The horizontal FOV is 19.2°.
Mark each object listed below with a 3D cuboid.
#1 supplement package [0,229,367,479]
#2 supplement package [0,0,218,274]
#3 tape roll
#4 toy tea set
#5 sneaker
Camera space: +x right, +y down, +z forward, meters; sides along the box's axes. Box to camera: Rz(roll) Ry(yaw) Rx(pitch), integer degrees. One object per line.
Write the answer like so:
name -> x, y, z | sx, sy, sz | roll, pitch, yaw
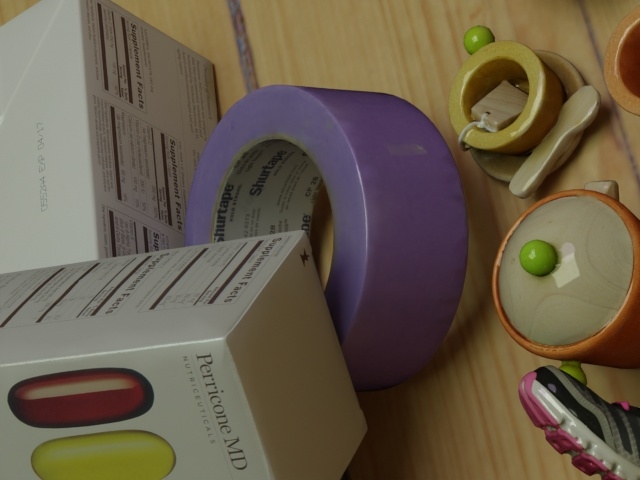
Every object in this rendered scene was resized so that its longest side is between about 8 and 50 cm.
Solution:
supplement package -> -0.119, 0.094, 1.068 | 0.244, 0.134, 0.139 | -9, 112, 24
supplement package -> -0.182, -0.002, 1.291 | 0.204, 0.145, 0.262 | -27, 54, 29
tape roll -> 0.000, 0.000, 1.163 | 0.189, 0.080, 0.189 | -2, 87, 52
toy tea set -> 0.149, -0.079, 1.078 | 0.200, 0.124, 0.336 | -41, 54, 21
sneaker -> 0.186, 0.105, 0.996 | 0.170, 0.063, 0.075 | 32, 82, 4
